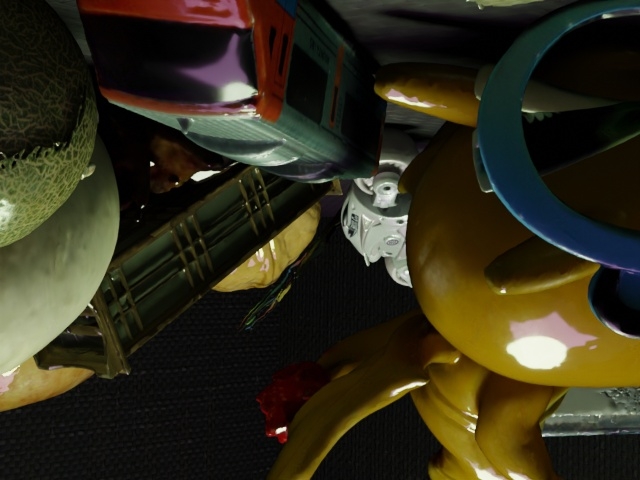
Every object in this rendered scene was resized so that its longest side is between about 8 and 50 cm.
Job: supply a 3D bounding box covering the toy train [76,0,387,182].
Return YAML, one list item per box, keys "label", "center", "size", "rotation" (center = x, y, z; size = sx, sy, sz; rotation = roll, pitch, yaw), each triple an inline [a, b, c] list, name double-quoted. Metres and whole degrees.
- label: "toy train"
  center: [-0.031, -0.085, 0.663]
  size: [0.086, 0.089, 0.409]
  rotation: [6, -179, 11]

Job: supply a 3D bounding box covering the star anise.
- label: "star anise"
  center: [-0.163, -0.082, 0.903]
  size: [0.272, 0.102, 0.272]
  rotation: [-13, -160, 5]

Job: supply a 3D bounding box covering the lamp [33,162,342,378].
- label: "lamp"
  center: [-0.105, -0.011, 0.948]
  size: [0.089, 0.090, 0.325]
  rotation: [2, -151, 34]

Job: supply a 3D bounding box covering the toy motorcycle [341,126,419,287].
- label: "toy motorcycle"
  center: [0.074, -0.027, 1.253]
  size: [0.113, 0.112, 0.254]
  rotation: [1, 148, 18]

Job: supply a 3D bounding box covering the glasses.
- label: "glasses"
  center: [0.149, -0.070, 0.454]
  size: [0.239, 0.102, 0.207]
  rotation: [-11, -148, -15]

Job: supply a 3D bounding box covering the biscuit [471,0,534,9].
- label: "biscuit"
  center: [0.069, -0.107, 0.356]
  size: [0.121, 0.040, 0.199]
  rotation: [1, -177, 30]

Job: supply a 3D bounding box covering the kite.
- label: "kite"
  center: [0.000, 0.000, 1.340]
  size: [0.015, 0.285, 0.152]
  rotation: [41, 175, -2]

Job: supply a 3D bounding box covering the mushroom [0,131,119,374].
- label: "mushroom"
  center: [-0.291, 0.012, 0.662]
  size: [0.315, 0.356, 0.315]
  rotation: [22, 152, 12]

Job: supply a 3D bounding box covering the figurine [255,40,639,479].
- label: "figurine"
  center: [0.127, 0.048, 0.795]
  size: [0.268, 0.401, 0.387]
  rotation: [35, 146, 10]

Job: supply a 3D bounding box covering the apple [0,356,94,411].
- label: "apple"
  center: [-0.416, 0.027, 1.374]
  size: [0.401, 0.333, 0.400]
  rotation: [-10, -166, 2]

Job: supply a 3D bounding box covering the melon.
- label: "melon"
  center: [-0.176, -0.061, 0.496]
  size: [0.192, 0.139, 0.139]
  rotation: [22, 166, -38]

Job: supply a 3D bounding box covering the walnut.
- label: "walnut"
  center: [-0.097, -0.029, 1.322]
  size: [0.193, 0.193, 0.226]
  rotation: [2, 176, -25]

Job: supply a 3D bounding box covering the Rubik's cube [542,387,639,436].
- label: "Rubik's cube"
  center: [0.284, 0.043, 1.182]
  size: [0.305, 0.306, 0.310]
  rotation: [1, 180, 0]
